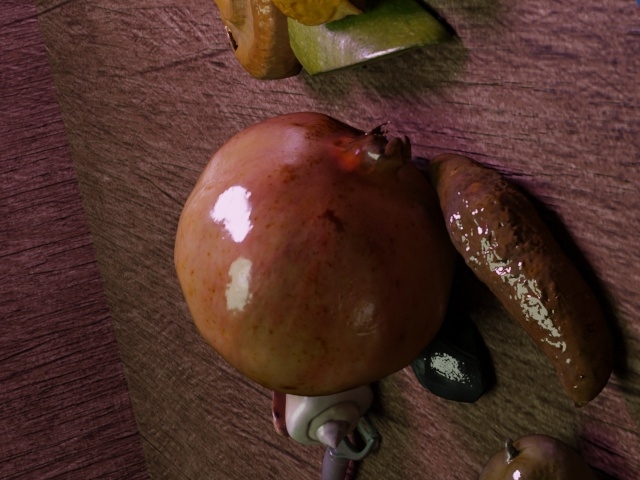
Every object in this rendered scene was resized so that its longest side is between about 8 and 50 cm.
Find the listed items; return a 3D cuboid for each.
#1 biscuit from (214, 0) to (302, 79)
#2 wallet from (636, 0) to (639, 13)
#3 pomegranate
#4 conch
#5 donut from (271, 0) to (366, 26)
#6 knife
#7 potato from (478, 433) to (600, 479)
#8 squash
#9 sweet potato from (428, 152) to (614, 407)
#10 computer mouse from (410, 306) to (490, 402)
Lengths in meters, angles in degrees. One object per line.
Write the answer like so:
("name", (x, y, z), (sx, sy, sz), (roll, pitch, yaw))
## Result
("biscuit", (-0.087, -0.347, 1.785), (0.296, 0.102, 0.296), (169, 90, -77))
("wallet", (0.284, -0.191, 1.056), (0.141, 0.059, 0.202), (-15, 91, 67))
("pomegranate", (0.000, 0.000, 1.575), (0.338, 0.338, 0.338), (51, 150, 45))
("conch", (0.008, 0.198, 2.013), (0.158, 0.127, 0.255), (117, 161, -43))
("donut", (-0.041, -0.367, 1.538), (0.101, 0.152, 0.259), (-22, 65, 30))
("knife", (0.026, 0.331, 2.127), (0.278, 0.053, 0.123), (101, 152, -49))
("potato", (0.238, 0.308, 1.430), (0.174, 0.159, 0.251), (-15, 105, 43))
("squash", (0.051, -0.206, 1.589), (0.252, 0.093, 0.169), (51, 148, 46))
("sweet potato", (0.187, 0.008, 1.410), (0.341, 0.092, 0.114), (59, 172, 35))
("computer mouse", (0.135, 0.130, 1.676), (0.192, 0.062, 0.106), (45, 145, 50))
